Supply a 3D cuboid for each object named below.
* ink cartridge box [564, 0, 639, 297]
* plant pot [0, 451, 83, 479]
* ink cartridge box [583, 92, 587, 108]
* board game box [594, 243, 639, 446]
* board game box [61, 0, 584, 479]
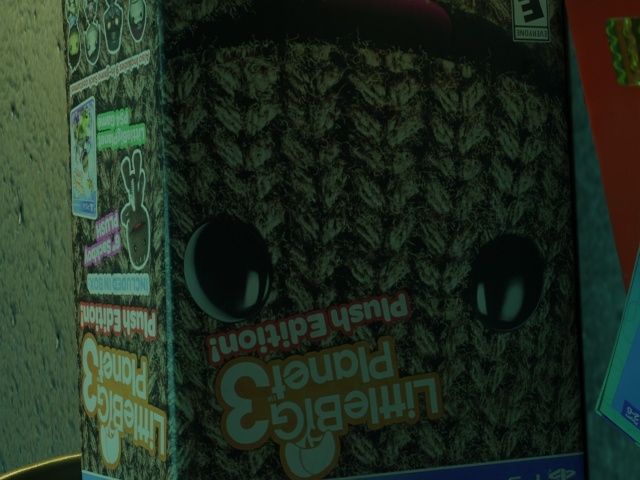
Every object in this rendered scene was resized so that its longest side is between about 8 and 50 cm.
[{"bbox_3d":[0.172,0.021,0.549,0.239,0.060,0.275,7,115,55],"label":"ink cartridge box"},{"bbox_3d":[-0.144,0.351,1.104,0.323,0.323,0.280,39,142,57],"label":"plant pot"},{"bbox_3d":[0.127,-0.243,0.608,0.309,0.130,0.272,134,141,-55],"label":"ink cartridge box"},{"bbox_3d":[0.167,0.013,0.445,0.160,0.047,0.210,41,140,36],"label":"board game box"},{"bbox_3d":[0.000,0.000,0.822,0.141,0.232,0.291,-6,87,64],"label":"board game box"}]
